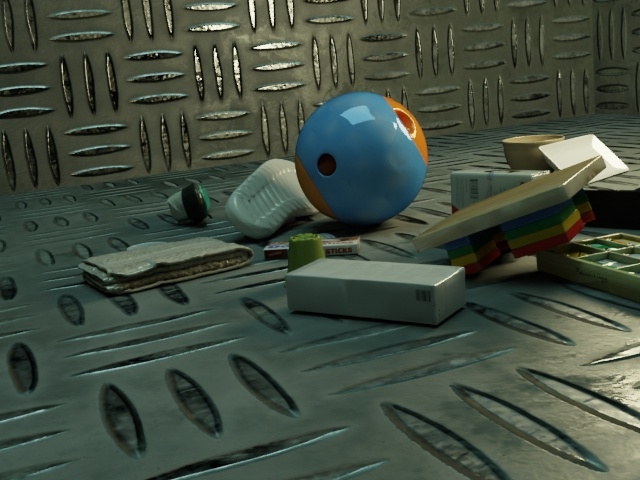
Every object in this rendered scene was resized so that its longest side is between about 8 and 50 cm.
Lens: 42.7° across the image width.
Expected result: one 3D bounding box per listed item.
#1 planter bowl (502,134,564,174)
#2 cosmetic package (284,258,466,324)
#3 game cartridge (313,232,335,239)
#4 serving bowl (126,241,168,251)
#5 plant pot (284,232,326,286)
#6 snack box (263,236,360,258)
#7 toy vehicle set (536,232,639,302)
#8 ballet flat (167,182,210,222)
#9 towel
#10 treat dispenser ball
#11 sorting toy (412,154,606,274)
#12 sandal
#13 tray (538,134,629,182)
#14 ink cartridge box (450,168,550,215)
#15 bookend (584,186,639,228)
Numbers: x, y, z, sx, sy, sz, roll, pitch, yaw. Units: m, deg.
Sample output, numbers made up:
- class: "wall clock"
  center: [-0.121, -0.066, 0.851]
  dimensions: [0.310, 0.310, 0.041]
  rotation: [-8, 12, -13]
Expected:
- class: "planter bowl"
  center: [0.571, -0.220, 2.192]
  dimensions: [0.162, 0.109, 0.162]
  rotation: [-5, 11, 1]
- class: "cosmetic package"
  center: [0.076, 0.070, 1.155]
  dimensions: [0.239, 0.060, 0.099]
  rotation: [3, 16, 34]
- class: "game cartridge"
  center: [0.000, 0.000, 1.638]
  dimensions: [0.056, 0.017, 0.083]
  rotation: [-5, 11, -16]
- class: "serving bowl"
  center: [-0.347, 0.025, 1.649]
  dimensions: [0.083, 0.027, 0.083]
  rotation: [-5, 11, 1]
- class: "plant pot"
  center: [-0.023, 0.031, 1.341]
  dimensions: [0.083, 0.079, 0.083]
  rotation: [-6, 11, 1]
- class: "snack box"
  center: [-0.015, 0.014, 1.558]
  dimensions: [0.178, 0.022, 0.064]
  rotation: [-4, 13, 7]
- class: "toy vehicle set"
  center: [0.461, 0.037, 1.191]
  dimensions: [0.166, 0.035, 0.267]
  rotation: [-10, 12, -20]
- class: "ballet flat"
  center: [-0.329, -0.088, 2.058]
  dimensions: [0.096, 0.095, 0.280]
  rotation: [-17, 2, -5]
- class: "towel"
  center: [-0.288, 0.038, 1.508]
  dimensions: [0.282, 0.049, 0.187]
  rotation: [-13, 14, -31]
- class: "treat dispenser ball"
  center: [0.087, -0.175, 1.765]
  dimensions: [0.288, 0.288, 0.288]
  rotation: [-5, 12, 1]
- class: "sorting toy"
  center: [0.321, -0.032, 1.321]
  dimensions: [0.257, 0.089, 0.255]
  rotation: [-22, 3, 35]
- class: "sandal"
  center: [-0.115, -0.091, 1.893]
  dimensions: [0.102, 0.169, 0.416]
  rotation: [-45, -8, 27]
- class: "tray"
  center: [0.678, -0.202, 2.117]
  dimensions: [0.270, 0.030, 0.145]
  rotation: [-16, 57, -41]
- class: "ink cartridge box"
  center: [0.334, -0.066, 1.521]
  dimensions: [0.175, 0.127, 0.072]
  rotation: [7, 14, 43]
- class: "bookend"
  center: [0.596, -0.073, 1.568]
  dimensions: [0.156, 0.072, 0.157]
  rotation: [5, 15, 43]
